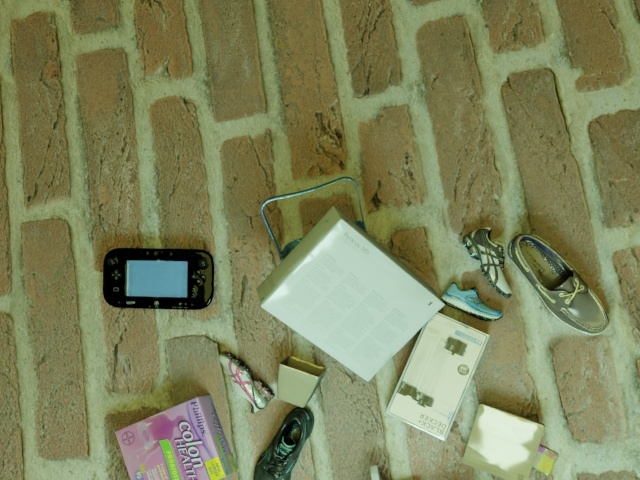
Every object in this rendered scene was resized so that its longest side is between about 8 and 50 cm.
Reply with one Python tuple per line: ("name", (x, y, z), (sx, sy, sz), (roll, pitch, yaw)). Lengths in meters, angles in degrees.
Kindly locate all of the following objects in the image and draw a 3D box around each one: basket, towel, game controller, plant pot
("basket", (0.000, 0.000, 1.831), (0.254, 0.201, 0.289), (-14, 110, 5))
("towel", (0.548, 0.546, 1.775), (0.083, 0.009, 0.060), (26, 85, 12))
("game controller", (-0.448, 0.106, 1.959), (0.319, 0.067, 0.167), (1, 80, 9))
("plant pot", (-0.057, 0.371, 1.844), (0.109, 0.109, 0.096), (17, 95, 10))

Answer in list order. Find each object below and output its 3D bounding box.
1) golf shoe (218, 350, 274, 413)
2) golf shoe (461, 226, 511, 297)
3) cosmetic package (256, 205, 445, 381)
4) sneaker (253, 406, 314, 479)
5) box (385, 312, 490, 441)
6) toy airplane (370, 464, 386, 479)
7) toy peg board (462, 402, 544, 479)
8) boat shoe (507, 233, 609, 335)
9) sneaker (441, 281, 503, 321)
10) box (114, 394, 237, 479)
("golf shoe", (-0.212, 0.375, 1.879), (0.186, 0.067, 0.086), (44, 90, 12))
("golf shoe", (0.453, 0.054, 1.835), (0.094, 0.077, 0.198), (-33, 79, 9))
("cosmetic package", (0.077, 0.138, 1.739), (0.377, 0.097, 0.284), (39, 103, -26))
("sneaker", (-0.106, 0.552, 1.816), (0.101, 0.106, 0.267), (23, 85, 10))
("box", (0.299, 0.342, 1.805), (0.169, 0.087, 0.290), (25, 85, 11))
("toy airplane", (0.152, 0.689, 1.618), (0.384, 0.272, 0.386), (24, 63, 36))
("toy peg board", (0.457, 0.497, 1.768), (0.161, 0.079, 0.161), (17, 98, 16))
("boat shoe", (0.607, 0.110, 1.798), (0.116, 0.097, 0.324), (-40, 77, 0))
("sneaker", (0.400, 0.157, 1.837), (0.162, 0.063, 0.073), (24, 81, 11))
("box", (-0.375, 0.549, 1.846), (0.243, 0.117, 0.214), (-23, 78, 3))
